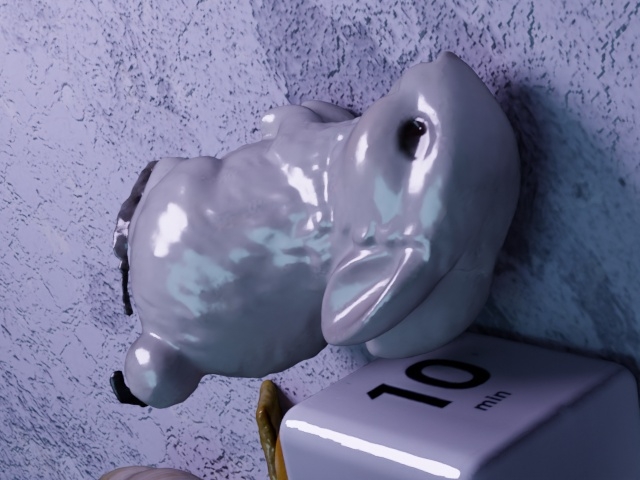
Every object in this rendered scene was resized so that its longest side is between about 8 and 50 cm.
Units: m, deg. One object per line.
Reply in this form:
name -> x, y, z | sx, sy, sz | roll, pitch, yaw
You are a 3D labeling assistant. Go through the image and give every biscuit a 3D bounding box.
biscuit -> -0.043, 0.178, 1.417 | 0.018, 0.081, 0.083 | -12, 106, 6

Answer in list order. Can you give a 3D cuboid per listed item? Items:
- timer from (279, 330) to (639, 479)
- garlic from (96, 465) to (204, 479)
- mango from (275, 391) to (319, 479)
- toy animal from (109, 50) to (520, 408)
timer -> 0.112, 0.194, 1.139 | 0.195, 0.192, 0.194 | 11, 119, 46
garlic -> -0.148, 0.331, 1.551 | 0.228, 0.152, 0.228 | 22, 122, 41
mango -> 0.016, 0.209, 1.319 | 0.219, 0.112, 0.145 | 111, 138, -60
toy animal -> 0.000, 0.000, 1.165 | 0.357, 0.194, 0.258 | -15, 58, 48
